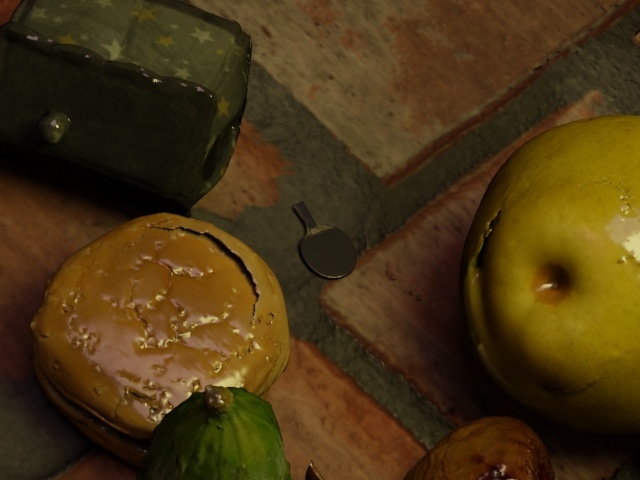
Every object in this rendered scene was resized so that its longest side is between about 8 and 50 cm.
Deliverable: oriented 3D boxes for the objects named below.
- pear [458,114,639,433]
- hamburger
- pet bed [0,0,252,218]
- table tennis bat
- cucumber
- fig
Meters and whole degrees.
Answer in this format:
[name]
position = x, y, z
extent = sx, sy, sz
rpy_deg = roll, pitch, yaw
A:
[pear]
position = 0.271, 0.037, 1.616
extent = 0.336, 0.285, 0.285
rpy_deg = 21, 46, -40
[hamburger]
position = -0.129, 0.078, 1.577
extent = 0.213, 0.108, 0.214
rpy_deg = 4, 59, -7
[pet bed]
position = -0.177, -0.112, 1.644
extent = 0.210, 0.183, 0.159
rpy_deg = 21, 52, 2
[table tennis bat]
position = 0.000, 0.000, 1.717
extent = 0.050, 0.007, 0.083
rpy_deg = -21, 65, -25
[cucumber]
position = -0.080, 0.180, 1.433
extent = 0.134, 0.244, 0.134
rpy_deg = 4, 52, -5
[fig]
position = 0.091, 0.220, 1.534
extent = 0.201, 0.134, 0.146
rpy_deg = -8, 24, 7
